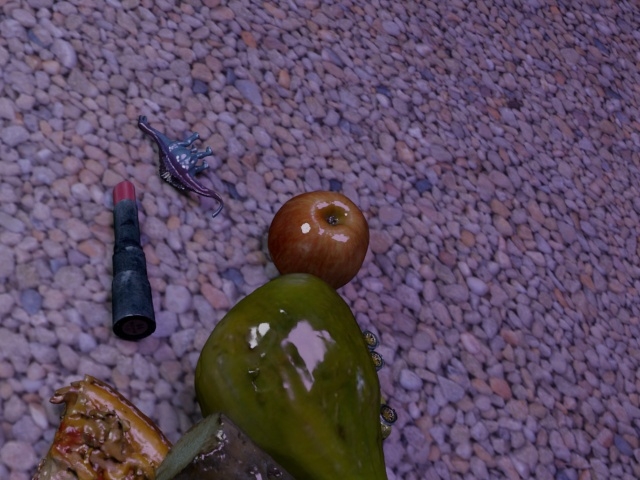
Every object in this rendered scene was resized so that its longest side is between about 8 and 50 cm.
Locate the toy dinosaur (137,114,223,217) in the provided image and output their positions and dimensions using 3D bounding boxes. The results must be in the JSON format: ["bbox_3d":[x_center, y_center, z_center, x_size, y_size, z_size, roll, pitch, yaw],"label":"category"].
[{"bbox_3d":[-0.191,-0.109,1.780,0.080,0.045,0.197,-25,66,-34],"label":"toy dinosaur"}]

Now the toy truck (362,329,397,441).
[{"bbox_3d":[0.029,0.190,1.672,0.100,0.077,0.169,13,50,-34],"label":"toy truck"}]

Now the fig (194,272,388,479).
[{"bbox_3d":[-0.019,0.194,1.493,0.233,0.233,0.314,4,38,-37],"label":"fig"}]

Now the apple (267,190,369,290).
[{"bbox_3d":[0.000,0.000,1.771,0.146,0.131,0.146,17,51,-21],"label":"apple"}]

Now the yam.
[{"bbox_3d":[-0.079,0.287,1.398,0.194,0.107,0.107,45,39,-16],"label":"yam"}]

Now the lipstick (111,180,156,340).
[{"bbox_3d":[-0.245,0.016,1.622,0.053,0.053,0.234,14,46,-30],"label":"lipstick"}]

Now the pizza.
[{"bbox_3d":[-0.253,0.264,1.389,0.288,0.074,0.251,2,52,-41],"label":"pizza"}]
